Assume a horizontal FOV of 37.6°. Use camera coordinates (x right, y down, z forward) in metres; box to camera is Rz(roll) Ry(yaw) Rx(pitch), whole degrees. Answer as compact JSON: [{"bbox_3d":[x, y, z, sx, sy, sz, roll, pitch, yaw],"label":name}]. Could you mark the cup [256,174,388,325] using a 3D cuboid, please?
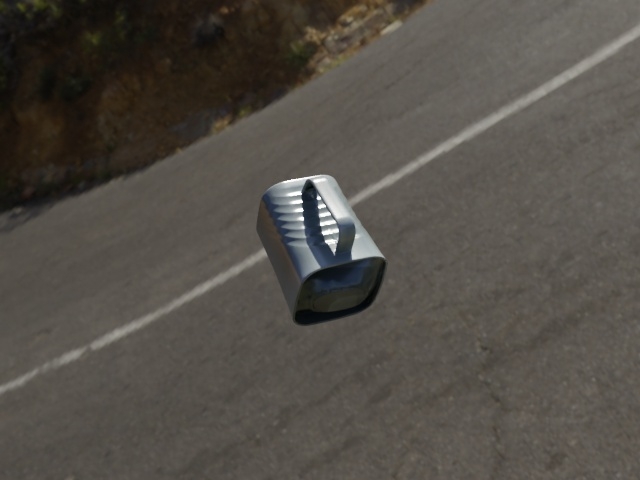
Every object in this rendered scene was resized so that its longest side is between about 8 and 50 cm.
[{"bbox_3d":[0.000,0.000,0.938,0.095,0.128,0.129,-13,53,-21],"label":"cup"}]
